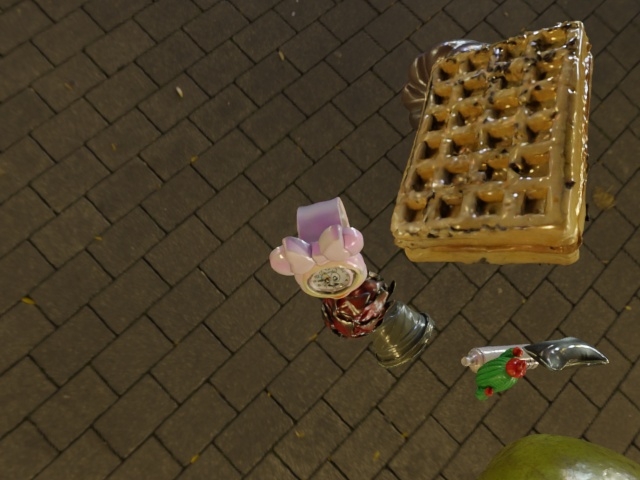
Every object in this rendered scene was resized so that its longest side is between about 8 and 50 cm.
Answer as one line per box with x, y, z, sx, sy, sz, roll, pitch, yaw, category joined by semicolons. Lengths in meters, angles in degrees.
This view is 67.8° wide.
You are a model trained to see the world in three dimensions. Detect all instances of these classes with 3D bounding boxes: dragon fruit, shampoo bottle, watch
0.089;0.163;1.234;0.182;0.182;0.188;16;94;-3;dragon fruit
0.628;0.418;1.683;0.303;0.092;0.092;3;75;-24;shampoo bottle
0.000;0.000;1.113;0.211;0.248;0.217;-15;50;10;watch

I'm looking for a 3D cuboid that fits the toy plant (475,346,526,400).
0.542;0.385;1.419;0.088;0.240;0.154;37;39;10;toy plant

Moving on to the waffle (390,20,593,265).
0.265;-0.144;0.732;0.114;0.261;0.376;40;58;-40;waffle

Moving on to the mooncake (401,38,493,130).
0.379;-0.423;1.359;0.154;0.306;0.306;-14;77;-35;mooncake

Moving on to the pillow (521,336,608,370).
0.470;0.217;0.917;0.136;0.055;0.091;0;40;-16;pillow

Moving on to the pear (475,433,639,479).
0.395;0.473;0.712;0.413;0.352;0.352;23;70;-42;pear

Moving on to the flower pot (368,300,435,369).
0.242;0.289;1.552;0.235;0.235;0.140;-43;101;-14;flower pot
